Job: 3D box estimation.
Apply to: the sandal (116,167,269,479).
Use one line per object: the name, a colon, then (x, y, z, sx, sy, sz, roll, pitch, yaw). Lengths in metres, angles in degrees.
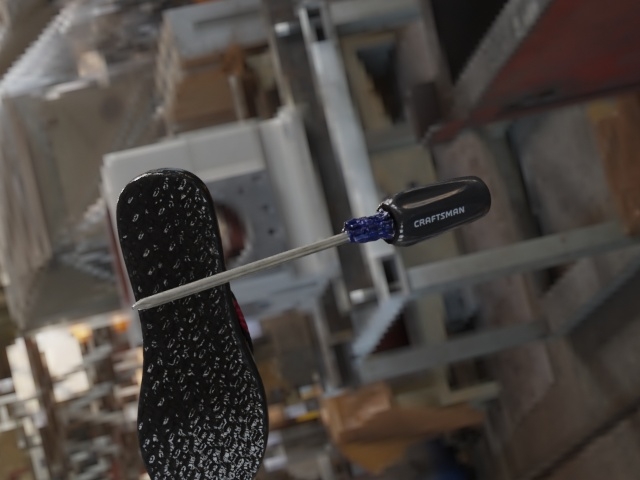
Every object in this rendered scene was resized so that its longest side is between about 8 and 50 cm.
sandal: (-0.064, 0.051, 0.848, 0.040, 0.067, 0.179, -62, -36, -82)

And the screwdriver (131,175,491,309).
screwdriver: (0.000, 0.000, 0.669, 0.024, 0.170, 0.025, 51, 139, 33)
